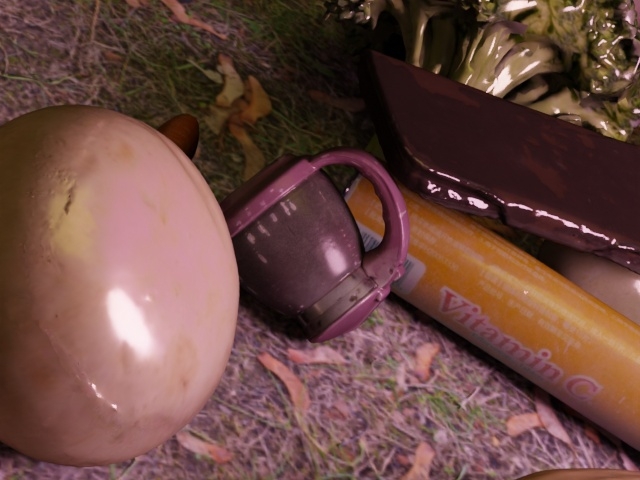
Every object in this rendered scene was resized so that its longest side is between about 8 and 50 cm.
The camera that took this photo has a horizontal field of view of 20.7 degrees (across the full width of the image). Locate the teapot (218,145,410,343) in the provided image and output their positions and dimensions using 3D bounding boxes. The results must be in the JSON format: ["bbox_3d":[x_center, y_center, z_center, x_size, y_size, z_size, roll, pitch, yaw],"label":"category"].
[{"bbox_3d":[-0.003,0.002,1.405,0.148,0.116,0.146,-39,89,-10],"label":"teapot"}]

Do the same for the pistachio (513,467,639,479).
[{"bbox_3d":[0.224,0.247,1.260,0.299,0.187,0.187,6,46,-38],"label":"pistachio"}]

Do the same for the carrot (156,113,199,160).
[{"bbox_3d":[-0.130,-0.063,1.447,0.048,0.048,0.139,32,34,-3],"label":"carrot"}]

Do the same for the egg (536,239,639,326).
[{"bbox_3d":[0.266,0.037,1.576,0.152,0.114,0.114,27,38,-13],"label":"egg"}]

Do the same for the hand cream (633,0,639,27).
[{"bbox_3d":[0.265,-0.210,1.886,0.133,0.083,0.248,37,47,6],"label":"hand cream"}]

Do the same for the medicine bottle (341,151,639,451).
[{"bbox_3d":[0.196,0.074,1.489,0.426,0.108,0.108,33,37,-2],"label":"medicine bottle"}]

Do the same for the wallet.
[{"bbox_3d":[0.174,-0.061,1.477,0.310,0.042,0.165,17,40,-29],"label":"wallet"}]

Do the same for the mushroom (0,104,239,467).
[{"bbox_3d":[-0.174,0.030,1.202,0.246,0.202,0.246,5,84,-58],"label":"mushroom"}]

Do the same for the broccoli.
[{"bbox_3d":[0.135,-0.175,1.643,0.375,0.302,0.249,43,5,-36],"label":"broccoli"}]
